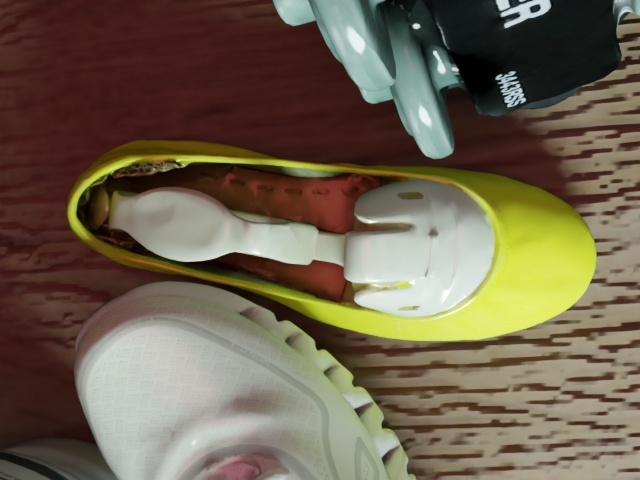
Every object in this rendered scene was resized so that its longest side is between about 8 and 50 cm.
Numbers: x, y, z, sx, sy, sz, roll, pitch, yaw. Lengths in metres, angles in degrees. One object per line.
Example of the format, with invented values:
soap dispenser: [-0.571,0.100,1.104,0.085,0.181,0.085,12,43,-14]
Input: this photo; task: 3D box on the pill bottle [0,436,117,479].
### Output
pill bottle: [-0.149,0.165,0.403,0.162,0.278,0.162,0,92,10]

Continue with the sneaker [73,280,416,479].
sneaker: [-0.001,0.143,0.446,0.110,0.118,0.292,-36,92,12]

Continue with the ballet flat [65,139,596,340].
ballet flat: [0.000,0.000,0.471,0.230,0.077,0.077,9,93,10]

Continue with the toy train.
toy train: [0.037,-0.149,0.342,0.142,0.334,0.190,-19,74,13]
